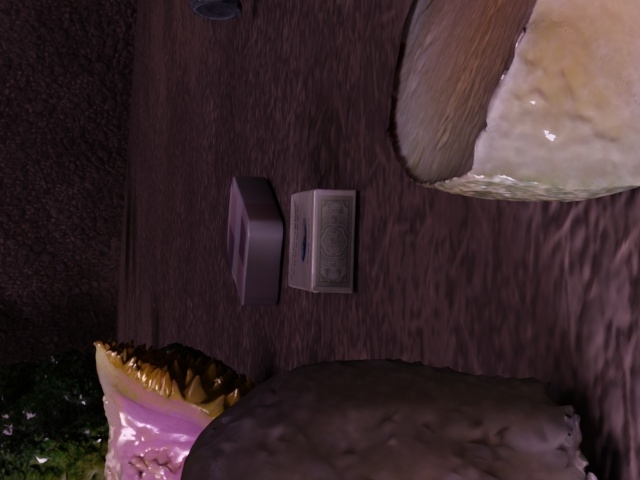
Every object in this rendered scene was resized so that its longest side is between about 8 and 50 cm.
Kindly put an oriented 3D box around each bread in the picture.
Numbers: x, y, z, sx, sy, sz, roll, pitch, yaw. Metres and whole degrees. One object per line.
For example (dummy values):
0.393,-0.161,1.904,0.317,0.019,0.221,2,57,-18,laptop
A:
-0.001,0.172,0.348,0.337,0.183,0.102,-98,6,-45,bread

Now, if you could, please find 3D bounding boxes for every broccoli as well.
-0.153,0.207,1.001,0.283,0.321,0.304,51,147,9,broccoli

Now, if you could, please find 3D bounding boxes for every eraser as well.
-0.046,-0.001,1.031,0.105,0.026,0.065,-116,27,-68,eraser

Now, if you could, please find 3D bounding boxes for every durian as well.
-0.066,0.154,0.833,0.165,0.132,0.182,97,168,-68,durian

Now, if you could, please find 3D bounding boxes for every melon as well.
0.052,-0.056,0.444,0.182,0.054,0.098,168,109,-79,melon

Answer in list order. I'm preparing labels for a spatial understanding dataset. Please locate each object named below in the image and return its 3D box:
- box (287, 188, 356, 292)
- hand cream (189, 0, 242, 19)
0.000,0.000,0.785,0.083,0.024,0.054,-179,93,-81,box
-0.077,-0.303,1.182,0.088,0.055,0.256,102,170,-77,hand cream
